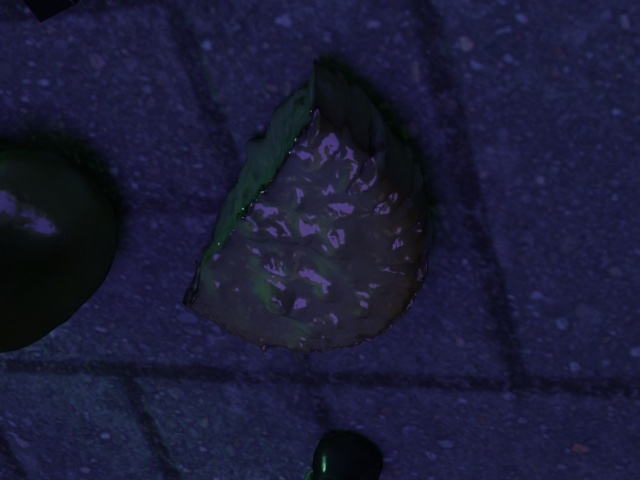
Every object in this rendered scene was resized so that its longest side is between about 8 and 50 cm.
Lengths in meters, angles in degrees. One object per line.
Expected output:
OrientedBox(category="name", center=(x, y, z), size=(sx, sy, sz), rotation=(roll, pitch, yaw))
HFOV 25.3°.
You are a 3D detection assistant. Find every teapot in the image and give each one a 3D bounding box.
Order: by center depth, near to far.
OrientedBox(category="teapot", center=(0.013, 0.225, 1.347), size=(0.088, 0.057, 0.066), rotation=(-28, 113, 38))

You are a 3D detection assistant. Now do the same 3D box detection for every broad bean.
OrientedBox(category="broad bean", center=(-0.262, 0.014, 1.247), size=(0.169, 0.100, 0.228), rotation=(-2, 143, -9))

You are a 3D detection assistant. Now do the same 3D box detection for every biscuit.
OrientedBox(category="biscuit", center=(0.000, 0.000, 1.138), size=(0.179, 0.084, 0.281), rotation=(29, 134, -1))

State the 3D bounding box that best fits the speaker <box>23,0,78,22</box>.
OrientedBox(category="speaker", center=(-0.245, -0.254, 1.057), size=(0.046, 0.040, 0.191), rotation=(-17, 121, 37))
